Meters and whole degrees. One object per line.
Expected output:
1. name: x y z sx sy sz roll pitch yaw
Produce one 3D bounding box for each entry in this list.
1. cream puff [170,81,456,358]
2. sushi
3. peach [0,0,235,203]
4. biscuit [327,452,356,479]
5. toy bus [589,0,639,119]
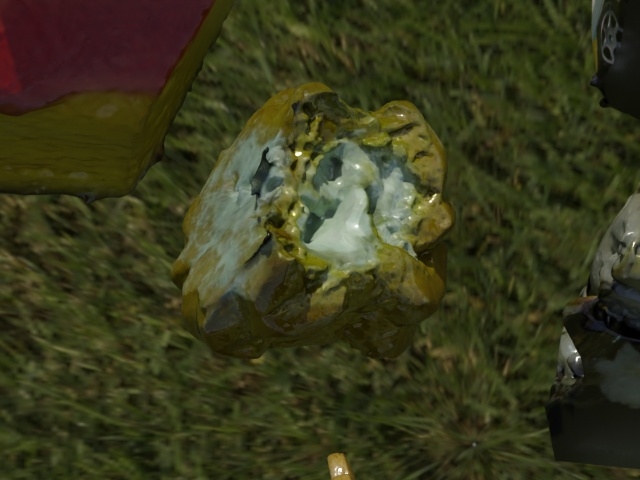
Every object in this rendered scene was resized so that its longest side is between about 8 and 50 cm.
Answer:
1. cream puff: -0.005 0.007 1.795 0.269 0.274 0.323 34 60 -27
2. sushi: 0.197 0.024 0.925 0.134 0.273 0.109 5 53 15
3. peach: -0.185 -0.186 0.949 0.306 0.242 0.380 29 74 6
4. biscuit: 0.036 0.268 1.463 0.035 0.240 0.158 -13 70 -2
5. toy bus: 0.331 -0.276 1.326 0.171 0.386 0.162 9 46 -2
